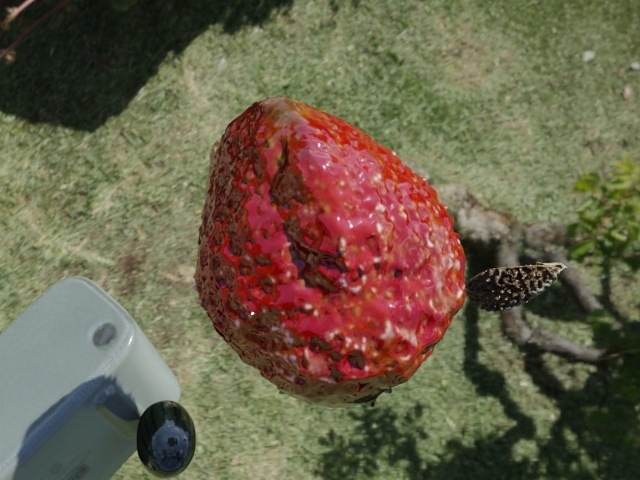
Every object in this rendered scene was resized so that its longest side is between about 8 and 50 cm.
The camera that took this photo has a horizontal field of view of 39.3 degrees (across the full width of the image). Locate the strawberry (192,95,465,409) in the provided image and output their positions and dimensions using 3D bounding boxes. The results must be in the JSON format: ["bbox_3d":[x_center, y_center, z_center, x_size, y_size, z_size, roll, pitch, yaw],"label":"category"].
[{"bbox_3d":[0.000,0.000,0.802,0.257,0.257,0.277,-48,136,-30],"label":"strawberry"}]

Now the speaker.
[{"bbox_3d":[-0.377,0.260,1.152,0.406,0.183,0.184,-46,144,-15],"label":"speaker"}]

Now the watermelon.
[{"bbox_3d":[-0.194,0.248,1.130,0.078,0.078,0.111,22,29,-25],"label":"watermelon"}]

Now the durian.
[{"bbox_3d":[0.230,0.056,1.073,0.066,0.130,0.052,1,74,-60],"label":"durian"}]

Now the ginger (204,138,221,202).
[{"bbox_3d":[-0.104,-0.045,1.340,0.102,0.157,0.216,-13,50,-42],"label":"ginger"}]
